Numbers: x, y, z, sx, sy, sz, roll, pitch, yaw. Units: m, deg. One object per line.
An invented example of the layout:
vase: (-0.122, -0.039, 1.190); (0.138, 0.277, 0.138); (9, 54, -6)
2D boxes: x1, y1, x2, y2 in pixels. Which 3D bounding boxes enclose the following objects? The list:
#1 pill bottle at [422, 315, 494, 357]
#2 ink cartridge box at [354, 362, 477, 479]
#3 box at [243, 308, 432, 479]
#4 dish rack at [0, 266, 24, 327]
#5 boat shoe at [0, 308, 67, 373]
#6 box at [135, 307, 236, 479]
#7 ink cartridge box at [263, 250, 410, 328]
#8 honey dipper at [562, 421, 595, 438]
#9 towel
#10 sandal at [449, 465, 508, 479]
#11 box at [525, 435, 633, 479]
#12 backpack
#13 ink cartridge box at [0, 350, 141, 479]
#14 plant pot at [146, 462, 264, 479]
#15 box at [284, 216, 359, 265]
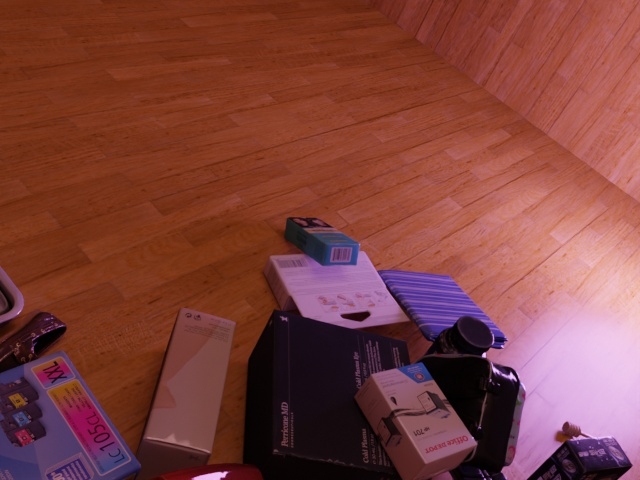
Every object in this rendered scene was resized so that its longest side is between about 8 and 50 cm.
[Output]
pill bottle: (0.307, 0.280, 1.593); (0.122, 0.219, 0.123); (16, 38, -13)
ink cartridge box: (0.174, 0.334, 1.271); (0.139, 0.082, 0.191); (-5, 47, -37)
box: (0.021, 0.347, 1.374); (0.312, 0.179, 0.343); (17, 38, -16)
dish rack: (-0.762, 0.110, 1.270); (0.285, 0.072, 0.333); (43, 40, 21)
boat shoe: (-0.557, 0.204, 1.281); (0.073, 0.073, 0.207); (27, 37, 4)
box: (-0.253, 0.295, 1.300); (0.121, 0.148, 0.311); (17, 37, -11)
ink cartridge box: (0.038, 0.140, 1.722); (0.296, 0.066, 0.261); (-2, 44, -33)
honey dipper: (0.683, 0.498, 1.725); (0.160, 0.030, 0.030); (25, 37, -9)
towel: (0.313, 0.177, 1.810); (0.243, 0.040, 0.336); (7, 24, -22)
sandal: (0.326, 0.518, 1.439); (0.120, 0.086, 0.303); (-2, 29, -10)
box: (0.559, 0.514, 1.502); (0.147, 0.180, 0.077); (5, 41, -28)
backpack: (0.284, 0.349, 1.417); (0.191, 0.253, 0.225); (27, 70, -35)
ink cartridge box: (-0.523, 0.369, 1.049); (0.395, 0.151, 0.270); (-21, 58, -43)
plant pot: (-0.189, 0.471, 1.007); (0.235, 0.267, 0.267); (-4, 66, -59)
box: (0.000, 0.000, 1.782); (0.100, 0.060, 0.244); (0, 17, -27)
